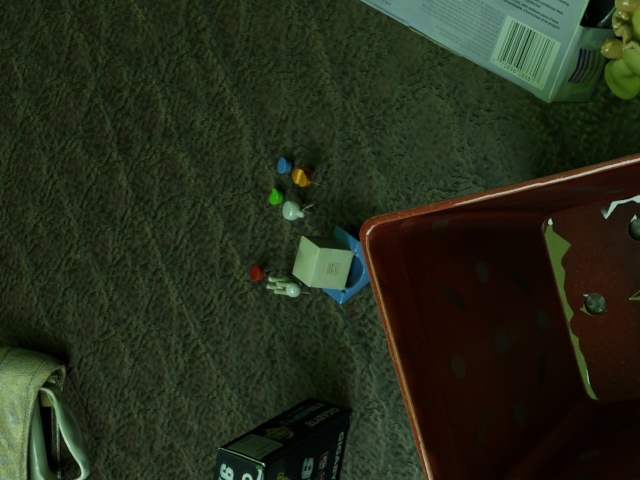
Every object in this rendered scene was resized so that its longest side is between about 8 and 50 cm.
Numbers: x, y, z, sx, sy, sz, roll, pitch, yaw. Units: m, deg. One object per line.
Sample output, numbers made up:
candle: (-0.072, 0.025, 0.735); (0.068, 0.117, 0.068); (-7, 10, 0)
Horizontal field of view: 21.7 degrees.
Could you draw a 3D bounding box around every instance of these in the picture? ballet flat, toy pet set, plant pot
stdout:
ballet flat: (-0.284, 0.264, 1.701); (0.106, 0.107, 0.316); (-4, 99, 14)
toy pet set: (0.000, 0.000, 1.540); (0.114, 0.065, 0.122); (37, 116, 55)
plant pot: (0.227, 0.066, 1.321); (0.267, 0.235, 0.267); (-13, 94, 31)

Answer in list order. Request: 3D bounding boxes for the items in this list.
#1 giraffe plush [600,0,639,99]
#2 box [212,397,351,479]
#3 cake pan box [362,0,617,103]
giraffe plush: (0.304, -0.145, 1.254); (0.170, 0.210, 0.181); (22, 111, 17)
box: (-0.049, 0.272, 1.539); (0.051, 0.175, 0.220); (18, 107, 24)
cake pan box: (0.155, -0.270, 1.353); (0.267, 0.070, 0.246); (33, 116, 35)
